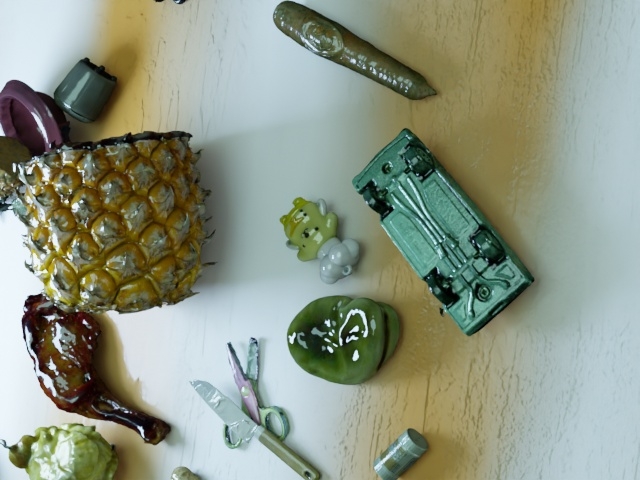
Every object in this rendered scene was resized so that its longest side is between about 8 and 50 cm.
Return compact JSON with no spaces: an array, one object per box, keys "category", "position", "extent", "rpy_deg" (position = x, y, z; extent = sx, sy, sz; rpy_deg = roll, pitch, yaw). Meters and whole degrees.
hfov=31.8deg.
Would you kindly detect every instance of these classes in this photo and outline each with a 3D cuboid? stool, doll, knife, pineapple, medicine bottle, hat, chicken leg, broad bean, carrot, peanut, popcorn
[{"category":"stool","position":[-0.448,-0.287,2.144],"extent":[0.096,0.096,0.110],"rpy_deg":[43,101,27]},{"category":"doll","position":[0.000,0.000,1.861],"extent":[0.162,0.062,0.106],"rpy_deg":[46,113,25]},{"category":"knife","position":[-0.119,0.324,1.912],"extent":[0.298,0.017,0.047],"rpy_deg":[36,115,21]},{"category":"pineapple","position":[-0.348,-0.027,1.933],"extent":[0.352,0.352,0.300],"rpy_deg":[-4,94,31]},{"category":"medicine bottle","position":[0.126,0.338,1.762],"extent":[0.083,0.047,0.047],"rpy_deg":[-49,64,19]},{"category":"hat","position":[-0.547,-0.226,2.184],"extent":[0.205,0.089,0.205],"rpy_deg":[29,135,34]},{"category":"pineapple","position":[-0.640,-0.106,2.203],"extent":[0.251,0.125,0.125],"rpy_deg":[-43,63,49]},{"category":"chicken leg","position":[-0.434,0.251,2.092],"extent":[0.158,0.096,0.407],"rpy_deg":[-44,66,0]},{"category":"broad bean","position":[0.038,0.160,1.828],"extent":[0.206,0.072,0.153],"rpy_deg":[-21,72,40]},{"category":"carrot","position":[0.051,-0.313,1.857],"extent":[0.342,0.070,0.070],"rpy_deg":[34,103,28]},{"category":"peanut","position":[-0.227,0.449,1.967],"extent":[0.054,0.054,0.113],"rpy_deg":[-34,72,25]},{"category":"popcorn","position":[-0.474,0.404,2.061],"extent":[0.195,0.173,0.168],"rpy_deg":[35,117,34]}]

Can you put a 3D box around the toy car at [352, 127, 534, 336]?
[{"category":"toy car","position":[0.184,-0.014,1.729],"extent":[0.141,0.097,0.321],"rpy_deg":[-45,66,21]}]

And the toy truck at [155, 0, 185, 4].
[{"category":"toy truck","position":[-0.219,-0.515,2.027],"extent":[0.259,0.088,0.121],"rpy_deg":[-13,79,31]}]

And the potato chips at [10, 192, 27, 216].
[{"category":"potato chips","position":[-0.482,-0.066,2.157],"extent":[0.228,0.059,0.167],"rpy_deg":[17,107,16]}]

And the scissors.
[{"category":"scissors","position":[-0.123,0.262,1.936],"extent":[0.133,0.020,0.187],"rpy_deg":[-14,80,26]}]
